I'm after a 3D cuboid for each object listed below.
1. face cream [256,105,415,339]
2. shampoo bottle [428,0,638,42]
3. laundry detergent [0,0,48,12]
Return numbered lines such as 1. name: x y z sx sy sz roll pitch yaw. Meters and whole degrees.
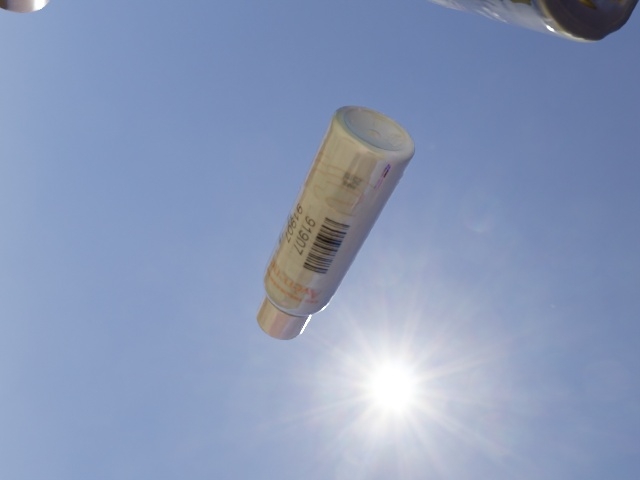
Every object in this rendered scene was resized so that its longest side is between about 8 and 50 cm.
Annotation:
1. face cream: 0.000 0.000 0.578 0.082 0.082 0.268 57 -43 35
2. shampoo bottle: 0.079 -0.239 0.466 0.350 0.126 0.084 44 -68 48
3. laundry detergent: -0.162 -0.159 0.239 0.171 0.076 0.237 -49 -170 -28
